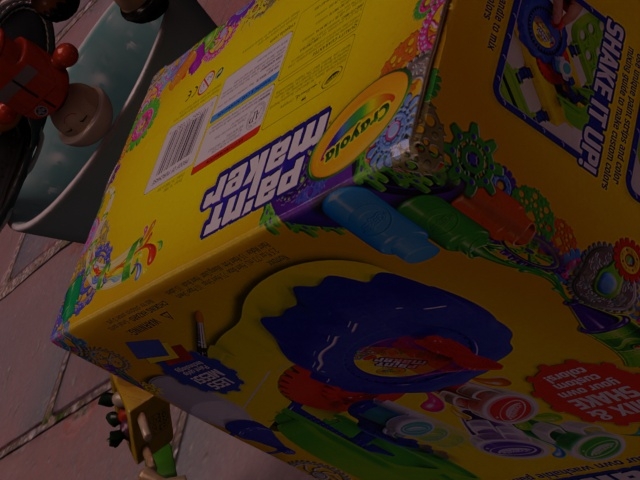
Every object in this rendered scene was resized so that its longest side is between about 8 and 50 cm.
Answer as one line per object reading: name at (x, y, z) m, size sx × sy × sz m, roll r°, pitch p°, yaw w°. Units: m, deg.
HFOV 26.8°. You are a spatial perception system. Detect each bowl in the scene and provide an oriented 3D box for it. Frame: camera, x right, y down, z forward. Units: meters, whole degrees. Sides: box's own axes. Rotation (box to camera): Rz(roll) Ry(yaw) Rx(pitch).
bowl at (-0.177, -0.110, 1.394) m, size 0.311 × 0.163 × 0.311 m, roll -44°, pitch 28°, yaw 31°

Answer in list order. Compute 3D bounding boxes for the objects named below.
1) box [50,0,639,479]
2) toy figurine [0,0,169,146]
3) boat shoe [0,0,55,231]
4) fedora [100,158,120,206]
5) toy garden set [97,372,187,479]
box at (0.075, 0.003, 0.649) m, size 0.290 × 0.279 × 0.177 m, roll -27°, pitch 40°, yaw 51°
toy figurine at (-0.264, -0.196, 1.248) m, size 0.209 × 0.148 × 0.213 m, roll 3°, pitch 68°, yaw 46°
boat shoe at (-0.332, -0.114, 1.378) m, size 0.091 × 0.114 × 0.302 m, roll -7°, pitch 68°, yaw 61°
fedora at (0.000, 0.000, 0.884) m, size 0.124 × 0.275 × 0.243 m, roll 21°, pitch 119°, yaw 39°
toy garden set at (-0.110, 0.210, 0.899) m, size 0.244 × 0.049 × 0.204 m, roll -117°, pitch 21°, yaw -63°
